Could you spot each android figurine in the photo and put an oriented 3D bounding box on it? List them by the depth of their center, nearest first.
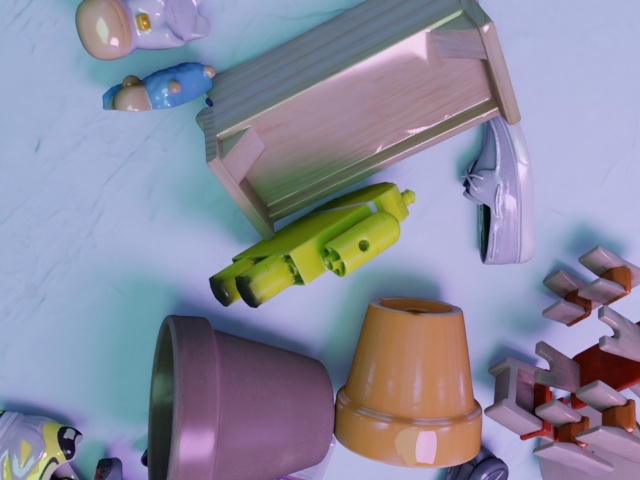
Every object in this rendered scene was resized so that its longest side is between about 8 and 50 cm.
[{"bbox_3d":[0.000,0.000,0.831,0.273,0.248,0.056,-31,101,-30],"label":"android figurine"}]

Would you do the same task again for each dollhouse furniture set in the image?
[{"bbox_3d":[0.351,0.185,0.903,0.135,0.262,0.259,25,143,-11],"label":"dollhouse furniture set"}]

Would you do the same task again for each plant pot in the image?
[{"bbox_3d":[0.125,0.181,0.928,0.205,0.205,0.188,4,96,-1],"label":"plant pot"},{"bbox_3d":[-0.110,0.241,0.934,0.229,0.263,0.263,6,112,-20],"label":"plant pot"}]

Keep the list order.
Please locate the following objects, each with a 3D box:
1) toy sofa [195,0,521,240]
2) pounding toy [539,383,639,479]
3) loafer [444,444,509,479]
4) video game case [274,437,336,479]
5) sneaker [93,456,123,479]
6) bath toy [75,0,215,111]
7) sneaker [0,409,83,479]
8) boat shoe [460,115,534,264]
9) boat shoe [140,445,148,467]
[{"bbox_3d":[0.039,-0.169,0.825,0.362,0.177,0.150,-25,133,10],"label":"toy sofa"},{"bbox_3d":[0.445,0.310,0.997,0.110,0.183,0.237,15,109,-32],"label":"pounding toy"},{"bbox_3d":[0.224,0.436,1.089,0.096,0.084,0.267,-1,119,-33],"label":"loafer"},{"bbox_3d":[-0.098,0.370,1.085,0.201,0.023,0.183,17,110,-7],"label":"video game case"},{"bbox_3d":[-0.293,0.447,1.091,0.125,0.104,0.262,-10,118,-11],"label":"sneaker"},{"bbox_3d":[-0.229,-0.328,0.767,0.129,0.151,0.348,9,116,35],"label":"bath toy"},{"bbox_3d":[-0.450,0.451,1.056,0.147,0.145,0.385,5,113,-1],"label":"sneaker"},{"bbox_3d":[0.228,-0.066,0.882,0.081,0.079,0.227,-13,114,1],"label":"boat shoe"},{"bbox_3d":[-0.213,0.331,1.044,0.142,0.040,0.049,-12,101,20],"label":"boat shoe"}]
